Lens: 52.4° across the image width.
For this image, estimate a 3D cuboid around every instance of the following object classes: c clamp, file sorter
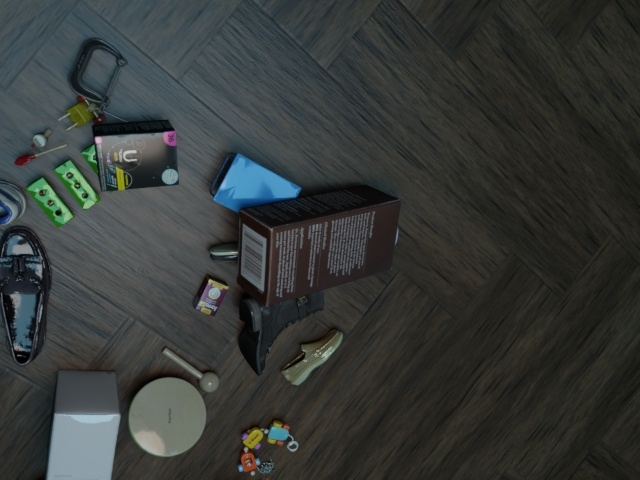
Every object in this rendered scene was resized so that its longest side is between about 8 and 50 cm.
[{"bbox_3d":[-0.457,-0.343,1.375,0.137,0.022,0.161,18,74,-26],"label":"c clamp"},{"bbox_3d":[-0.158,-0.116,1.516,0.170,0.104,0.118,27,93,-24],"label":"file sorter"}]

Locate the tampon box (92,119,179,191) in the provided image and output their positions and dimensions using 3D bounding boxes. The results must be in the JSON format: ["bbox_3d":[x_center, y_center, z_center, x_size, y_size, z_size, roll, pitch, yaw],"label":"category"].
[{"bbox_3d":[-0.386,-0.180,1.361,0.161,0.101,0.120,-8,116,-19],"label":"tampon box"}]

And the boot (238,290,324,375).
[{"bbox_3d":[-0.085,0.203,1.623,0.229,0.091,0.263,-20,132,-30],"label":"boot"}]

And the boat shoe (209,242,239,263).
[{"bbox_3d":[-0.154,0.049,1.568,0.233,0.084,0.079,4,104,-25],"label":"boat shoe"}]

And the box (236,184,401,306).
[{"bbox_3d":[0.000,0.000,1.507,0.381,0.143,0.191,-12,119,-35],"label":"box"}]

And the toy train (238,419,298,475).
[{"bbox_3d":[-0.149,0.536,1.711,0.166,0.046,0.125,-21,110,-10],"label":"toy train"}]

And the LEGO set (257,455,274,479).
[{"bbox_3d":[-0.146,0.621,1.742,0.054,0.023,0.083,0,103,-20],"label":"LEGO set"}]

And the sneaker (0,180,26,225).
[{"bbox_3d":[-0.755,-0.080,1.300,0.296,0.131,0.112,-2,105,-18],"label":"sneaker"}]

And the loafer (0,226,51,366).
[{"bbox_3d":[-0.641,0.125,1.407,0.109,0.095,0.302,-2,104,-19],"label":"loafer"}]

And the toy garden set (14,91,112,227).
[{"bbox_3d":[-0.526,-0.181,1.403,0.244,0.049,0.204,-35,113,-8],"label":"toy garden set"}]

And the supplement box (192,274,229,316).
[{"bbox_3d":[-0.266,0.133,1.571,0.055,0.043,0.083,24,94,-24],"label":"supplement box"}]

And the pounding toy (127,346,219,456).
[{"bbox_3d":[-0.369,0.407,1.585,0.183,0.110,0.237,31,62,-12],"label":"pounding toy"}]

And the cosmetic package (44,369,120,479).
[{"bbox_3d":[-0.533,0.436,1.451,0.138,0.224,0.225,8,100,-21],"label":"cosmetic package"}]

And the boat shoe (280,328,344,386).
[{"bbox_3d":[-0.023,0.293,1.687,0.190,0.068,0.072,-45,101,-4],"label":"boat shoe"}]
